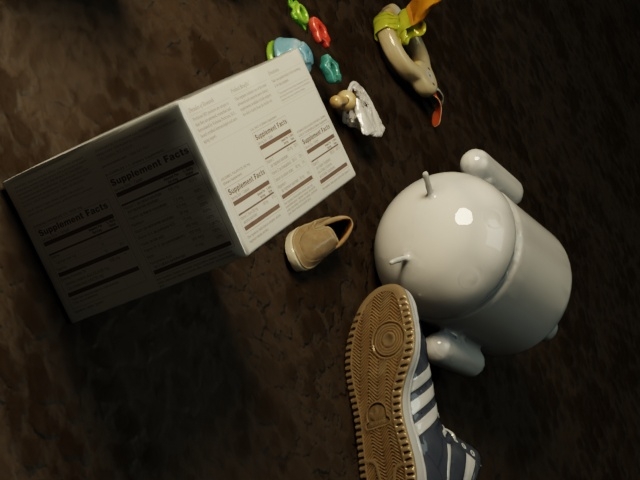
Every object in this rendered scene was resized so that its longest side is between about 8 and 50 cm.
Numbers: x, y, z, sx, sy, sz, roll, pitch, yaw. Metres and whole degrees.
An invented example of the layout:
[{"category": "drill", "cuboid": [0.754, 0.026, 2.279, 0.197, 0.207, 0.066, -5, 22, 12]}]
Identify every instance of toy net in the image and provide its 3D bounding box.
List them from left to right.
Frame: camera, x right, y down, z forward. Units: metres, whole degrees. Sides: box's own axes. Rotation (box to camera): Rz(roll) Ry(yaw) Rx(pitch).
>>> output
[{"category": "toy net", "cuboid": [0.009, -0.216, 1.788, 0.232, 0.045, 0.122, 42, 35, -44]}]

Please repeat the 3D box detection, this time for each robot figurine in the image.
[{"category": "robot figurine", "cuboid": [0.204, 0.034, 1.787, 0.353, 0.199, 0.300, 33, 62, -49]}]

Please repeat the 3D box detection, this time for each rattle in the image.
[{"category": "rattle", "cuboid": [0.181, -0.291, 2.054, 0.200, 0.142, 0.130, 55, 11, -13]}]

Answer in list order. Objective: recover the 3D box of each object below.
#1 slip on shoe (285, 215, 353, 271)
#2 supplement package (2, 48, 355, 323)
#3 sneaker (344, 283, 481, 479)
[{"category": "slip on shoe", "cuboid": [0.000, 0.000, 1.613, 0.135, 0.041, 0.051, -27, 95, -63]}, {"category": "supplement package", "cuboid": [-0.124, -0.058, 1.252, 0.145, 0.204, 0.262, 66, 27, -7]}, {"category": "sneaker", "cuboid": [0.115, 0.201, 1.611, 0.153, 0.099, 0.282, 23, 58, -48]}]
